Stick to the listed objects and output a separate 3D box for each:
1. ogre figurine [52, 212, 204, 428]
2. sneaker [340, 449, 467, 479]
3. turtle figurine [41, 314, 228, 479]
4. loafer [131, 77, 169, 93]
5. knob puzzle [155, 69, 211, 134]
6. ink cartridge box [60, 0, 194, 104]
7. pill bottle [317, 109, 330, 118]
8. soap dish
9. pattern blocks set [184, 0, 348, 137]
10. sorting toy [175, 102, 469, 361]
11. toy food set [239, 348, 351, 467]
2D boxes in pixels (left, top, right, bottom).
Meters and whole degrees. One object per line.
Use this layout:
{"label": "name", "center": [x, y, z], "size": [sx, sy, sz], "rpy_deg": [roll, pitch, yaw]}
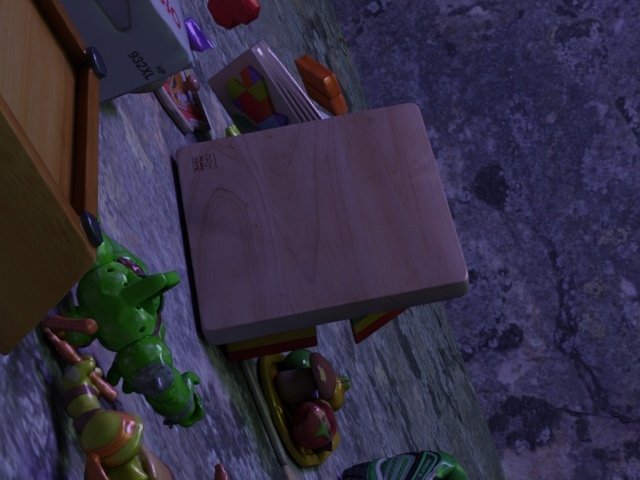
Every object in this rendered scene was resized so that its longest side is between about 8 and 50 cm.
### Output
{"label": "ogre figurine", "center": [-0.148, 0.047, 1.347], "size": [0.118, 0.097, 0.197], "rpy_deg": [90, -9, -85]}
{"label": "sneaker", "center": [0.125, 0.370, 1.960], "size": [0.134, 0.146, 0.343], "rpy_deg": [55, 17, -54]}
{"label": "turtle figurine", "center": [-0.111, 0.183, 1.224], "size": [0.269, 0.087, 0.217], "rpy_deg": [40, -19, 41]}
{"label": "loafer", "center": [-0.197, -0.251, 1.739], "size": [0.092, 0.102, 0.268], "rpy_deg": [51, 29, -64]}
{"label": "knob puzzle", "center": [-0.168, -0.208, 1.976], "size": [0.213, 0.030, 0.213], "rpy_deg": [-22, 90, -80]}
{"label": "ink cartridge box", "center": [-0.229, -0.296, 1.542], "size": [0.223, 0.129, 0.307], "rpy_deg": [55, 16, -54]}
{"label": "pill bottle", "center": [-0.015, -0.097, 2.288], "size": [0.216, 0.121, 0.121], "rpy_deg": [38, 31, -70]}
{"label": "soap dish", "center": [-0.229, -0.101, 1.159], "size": [0.291, 0.118, 0.229], "rpy_deg": [-100, 164, -55]}
{"label": "pattern blocks set", "center": [-0.048, -0.130, 2.016], "size": [0.325, 0.026, 0.285], "rpy_deg": [49, -27, 9]}
{"label": "sorting toy", "center": [0.000, 0.000, 1.822], "size": [0.089, 0.255, 0.257], "rpy_deg": [81, -2, -46]}
{"label": "toy food set", "center": [-0.007, 0.167, 1.907], "size": [0.218, 0.071, 0.128], "rpy_deg": [16, 53, -77]}
